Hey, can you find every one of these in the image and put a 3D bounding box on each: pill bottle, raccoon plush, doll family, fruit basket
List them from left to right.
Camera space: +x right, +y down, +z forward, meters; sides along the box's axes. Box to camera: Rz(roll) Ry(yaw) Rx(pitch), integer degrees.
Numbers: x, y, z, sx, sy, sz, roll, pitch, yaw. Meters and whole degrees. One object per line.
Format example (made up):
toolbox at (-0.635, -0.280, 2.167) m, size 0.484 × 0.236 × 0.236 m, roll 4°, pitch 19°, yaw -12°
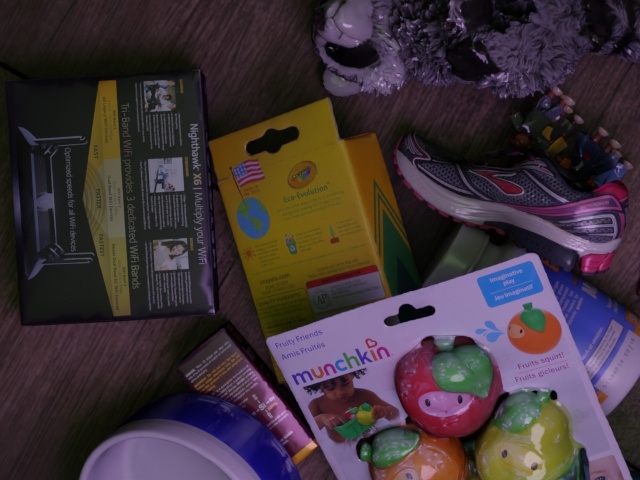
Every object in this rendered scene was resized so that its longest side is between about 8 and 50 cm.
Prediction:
fruit basket at (0.151, 0.215, 1.342) m, size 0.327 × 0.165 × 0.353 m, roll -18°, pitch 115°, yaw 20°
raccoon plush at (0.197, -0.237, 1.499) m, size 0.446 × 0.299 × 0.216 m, roll 20°, pitch 74°, yaw -32°
pill bottle at (0.258, 0.093, 1.483) m, size 0.272 × 0.152 × 0.152 m, roll 34°, pitch 91°, yaw -1°
doll family at (0.308, -0.099, 1.519) m, size 0.193 × 0.076 × 0.111 m, roll 40°, pitch 86°, yaw -4°

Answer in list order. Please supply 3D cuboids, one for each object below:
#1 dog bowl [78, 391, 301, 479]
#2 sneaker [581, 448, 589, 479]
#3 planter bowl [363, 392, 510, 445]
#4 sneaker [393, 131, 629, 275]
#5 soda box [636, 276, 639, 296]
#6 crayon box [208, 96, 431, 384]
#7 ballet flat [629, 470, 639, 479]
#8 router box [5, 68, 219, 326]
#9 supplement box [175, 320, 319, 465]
dog bowl at (-0.154, 0.320, 1.454) m, size 0.265 × 0.104 × 0.265 m, roll 10°, pitch 116°, yaw 21°
sneaker at (0.247, 0.416, 1.493) m, size 0.135 × 0.150 × 0.366 m, roll 16°, pitch 91°, yaw 0°
planter bowl at (0.165, 0.236, 1.512) m, size 0.217 × 0.090 × 0.217 m, roll 1°, pitch 96°, yaw 7°
sneaker at (0.230, -0.068, 1.461) m, size 0.299 × 0.121 × 0.112 m, roll 24°, pitch 111°, yaw 20°
soda box at (0.541, 0.057, 1.513) m, size 0.263 × 0.092 × 0.083 m, roll 11°, pitch 91°, yaw 0°
crayon box at (0.000, 0.000, 1.468) m, size 0.202 × 0.081 × 0.318 m, roll -15°, pitch 93°, yaw 36°
ballet flat at (0.459, 0.339, 1.534) m, size 0.206 × 0.073 × 0.067 m, roll 9°, pitch 100°, yaw 2°
router box at (-0.257, -0.053, 1.512) m, size 0.243 × 0.081 × 0.308 m, roll -3°, pitch 92°, yaw 0°
supplement box at (-0.088, 0.199, 1.509) m, size 0.081 × 0.104 × 0.188 m, roll -40°, pitch 92°, yaw 1°
